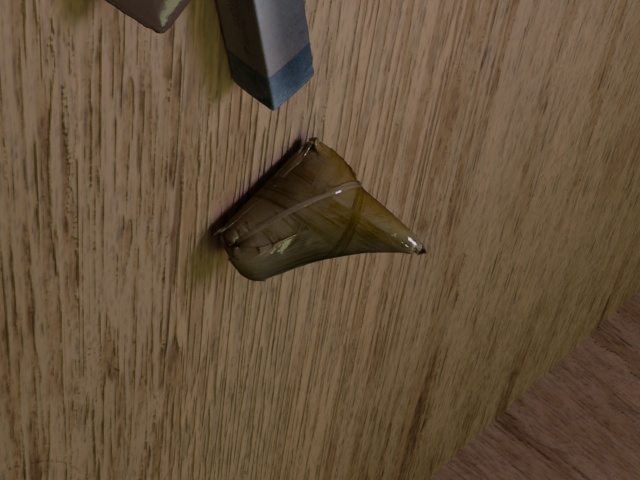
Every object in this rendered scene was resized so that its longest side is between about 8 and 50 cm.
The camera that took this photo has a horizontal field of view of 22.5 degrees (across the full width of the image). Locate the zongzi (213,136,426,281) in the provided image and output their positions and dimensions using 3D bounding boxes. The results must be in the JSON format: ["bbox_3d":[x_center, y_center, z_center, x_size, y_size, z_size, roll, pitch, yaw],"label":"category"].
[{"bbox_3d":[0.000,0.000,1.909,0.194,0.197,0.099,-43,165,-14],"label":"zongzi"}]

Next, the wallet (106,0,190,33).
[{"bbox_3d":[-0.136,-0.267,1.407,0.118,0.039,0.152,32,104,-29],"label":"wallet"}]

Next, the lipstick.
[{"bbox_3d":[-0.062,-0.254,1.591,0.068,0.066,0.317,-43,155,-18],"label":"lipstick"}]
